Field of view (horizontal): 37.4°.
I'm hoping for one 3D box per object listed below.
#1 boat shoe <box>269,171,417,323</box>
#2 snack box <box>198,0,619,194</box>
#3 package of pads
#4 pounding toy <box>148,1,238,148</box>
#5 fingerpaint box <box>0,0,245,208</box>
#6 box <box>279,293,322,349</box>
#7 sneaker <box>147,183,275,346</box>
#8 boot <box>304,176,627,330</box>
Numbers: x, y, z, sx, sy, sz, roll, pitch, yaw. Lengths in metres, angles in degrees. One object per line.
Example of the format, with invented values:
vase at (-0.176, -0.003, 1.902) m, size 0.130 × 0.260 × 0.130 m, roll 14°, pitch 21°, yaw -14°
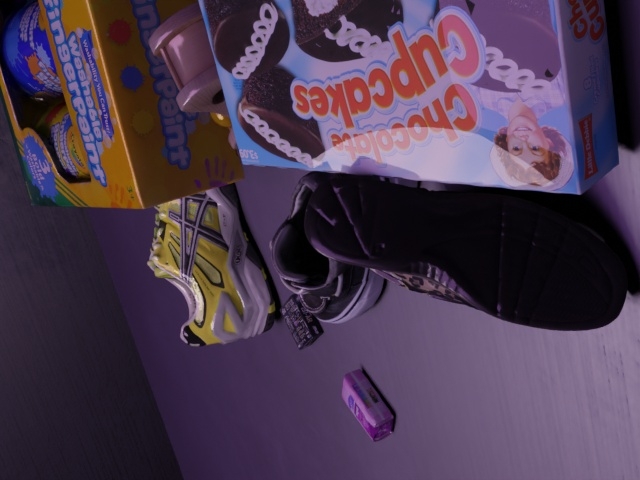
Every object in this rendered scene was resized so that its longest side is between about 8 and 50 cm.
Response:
boat shoe at (0.000, 0.000, 0.995) m, size 0.121 × 0.119 × 0.335 m, roll 58°, pitch 158°, yaw 23°
snack box at (0.045, -0.139, 0.670) m, size 0.322 × 0.060 × 0.187 m, roll 9°, pitch 121°, yaw 44°
package of pads at (0.058, 0.209, 1.197) m, size 0.083 × 0.032 × 0.050 m, roll 52°, pitch 158°, yaw 34°
pounding toy at (-0.065, -0.144, 0.921) m, size 0.155 × 0.154 × 0.269 m, roll 63°, pitch 168°, yaw 11°
fingerpaint box at (-0.309, -0.272, 1.249) m, size 0.371 × 0.163 × 0.445 m, roll 5°, pitch 111°, yaw 52°
box at (-0.028, 0.113, 1.328) m, size 0.067 × 0.018 × 0.083 m, roll 63°, pitch 159°, yaw 12°
sneaker at (-0.199, -0.023, 1.427) m, size 0.385 × 0.147 × 0.145 m, roll 67°, pitch 161°, yaw 5°
boot at (0.121, 0.009, 0.748) m, size 0.178 × 0.236 × 0.085 m, roll 13°, pitch -88°, yaw -73°
